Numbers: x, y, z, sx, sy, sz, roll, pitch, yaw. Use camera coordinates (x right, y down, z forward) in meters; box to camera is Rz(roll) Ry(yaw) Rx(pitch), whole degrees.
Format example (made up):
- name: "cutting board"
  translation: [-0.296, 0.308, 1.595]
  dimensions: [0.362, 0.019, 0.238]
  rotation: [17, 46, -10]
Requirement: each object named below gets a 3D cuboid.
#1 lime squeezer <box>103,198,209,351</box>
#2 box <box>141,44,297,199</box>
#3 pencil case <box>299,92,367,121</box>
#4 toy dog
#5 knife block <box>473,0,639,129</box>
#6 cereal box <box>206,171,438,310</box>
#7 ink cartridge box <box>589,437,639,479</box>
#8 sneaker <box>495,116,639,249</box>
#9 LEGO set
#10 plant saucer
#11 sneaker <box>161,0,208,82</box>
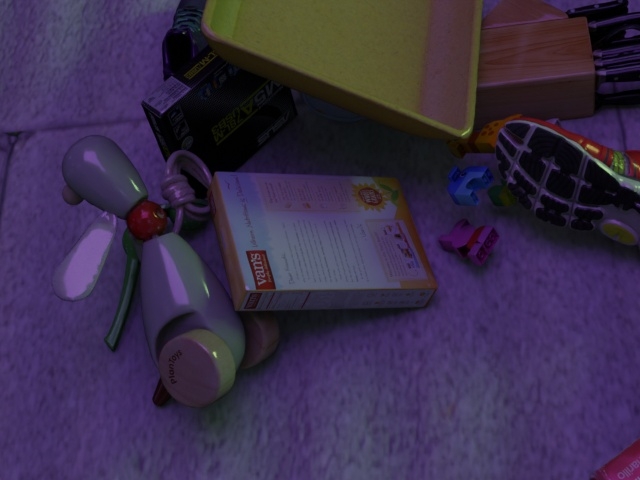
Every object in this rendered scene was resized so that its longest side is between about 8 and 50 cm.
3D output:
- name: "lime squeezer"
  translation: [-0.171, -0.006, 1.553]
  dimensions: [0.310, 0.059, 0.110]
  rotation: [-40, 59, -17]
- name: "box"
  translation: [-0.121, -0.163, 1.571]
  dimensions: [0.045, 0.184, 0.191]
  rotation: [35, 68, 31]
- name: "pencil case"
  translation: [0.041, -0.288, 1.668]
  dimensions: [0.113, 0.124, 0.273]
  rotation: [-19, 48, 35]
- name: "toy dog"
  translation: [-0.194, 0.056, 1.432]
  dimensions: [0.161, 0.220, 0.333]
  rotation: [-39, 63, 28]
- name: "knife block"
  translation: [0.296, -0.199, 1.576]
  dimensions: [0.242, 0.088, 0.276]
  rotation: [36, 69, 29]
- name: "cereal box"
  translation: [0.000, 0.000, 1.461]
  dimensions: [0.240, 0.047, 0.173]
  rotation: [1, 52, -23]
- name: "ink cartridge box"
  translation: [0.413, 0.346, 1.078]
  dimensions: [0.160, 0.279, 0.384]
  rotation: [-34, 58, -11]
- name: "sneaker"
  translation: [0.332, -0.067, 1.463]
  dimensions: [0.279, 0.107, 0.118]
  rotation: [27, 37, 3]
- name: "LEGO set"
  translation: [0.191, -0.085, 1.520]
  dimensions: [0.093, 0.087, 0.227]
  rotation: [5, 50, 45]
- name: "plant saucer"
  translation: [0.027, -0.274, 1.516]
  dimensions: [0.333, 0.081, 0.333]
  rotation: [21, 50, -14]
- name: "sneaker"
  translation: [-0.171, -0.278, 1.706]
  dimensions: [0.083, 0.098, 0.223]
  rotation: [-4, 57, 7]
